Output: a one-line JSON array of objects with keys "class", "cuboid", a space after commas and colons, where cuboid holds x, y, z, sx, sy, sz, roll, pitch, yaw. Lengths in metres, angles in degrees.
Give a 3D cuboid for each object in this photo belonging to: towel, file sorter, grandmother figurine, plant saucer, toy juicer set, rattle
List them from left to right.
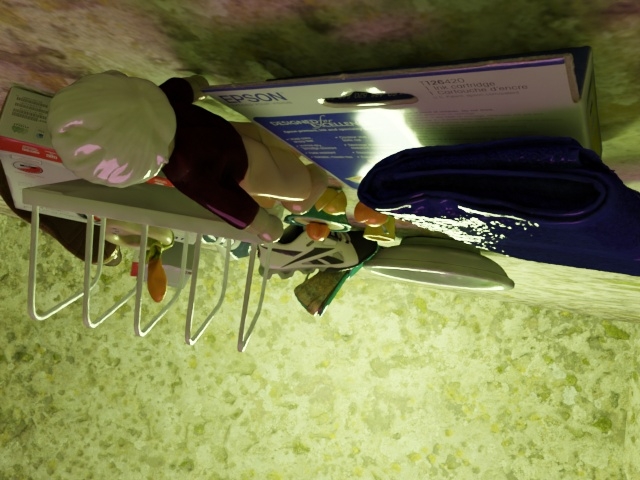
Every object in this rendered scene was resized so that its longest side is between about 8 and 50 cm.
[{"class": "rattle", "cuboid": [-0.358, 0.018, 0.875, 0.130, 0.143, 0.199, 13, 170, 21]}, {"class": "file sorter", "cuboid": [-0.206, 0.025, 0.661, 0.277, 0.173, 0.193, 9, -167, 0]}, {"class": "grandmother figurine", "cuboid": [-0.106, -0.083, 0.502, 0.208, 0.104, 0.342, 49, -161, 18]}, {"class": "toy juicer set", "cuboid": [-0.009, -0.050, 1.017, 0.329, 0.089, 0.209, 9, 173, 10]}, {"class": "plant saucer", "cuboid": [0.318, 0.059, 1.338, 0.400, 0.101, 0.400, 9, 173, 1]}, {"class": "towel", "cuboid": [0.217, -0.029, 0.496, 0.308, 0.076, 0.227, 15, 177, -43]}]

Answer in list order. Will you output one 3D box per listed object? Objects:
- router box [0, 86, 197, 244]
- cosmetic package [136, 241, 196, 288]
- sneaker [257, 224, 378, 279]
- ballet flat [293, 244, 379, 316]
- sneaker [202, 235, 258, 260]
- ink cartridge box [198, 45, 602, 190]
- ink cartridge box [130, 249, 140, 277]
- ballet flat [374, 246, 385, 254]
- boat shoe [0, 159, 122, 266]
[{"class": "router box", "cuboid": [-0.345, -0.102, 0.857, 0.335, 0.082, 0.301, 13, 159, -22]}, {"class": "cosmetic package", "cuboid": [-0.390, -0.004, 1.273, 0.127, 0.238, 0.107, 15, 140, -23]}, {"class": "sneaker", "cuboid": [0.000, 0.000, 1.272, 0.330, 0.146, 0.122, -11, -148, -18]}, {"class": "ballet flat", "cuboid": [0.045, 0.071, 1.375, 0.123, 0.123, 0.348, 5, -146, 35]}, {"class": "sneaker", "cuboid": [-0.238, -0.046, 1.309, 0.148, 0.131, 0.350, -13, 162, 10]}, {"class": "ink cartridge box", "cuboid": [0.099, -0.115, 0.487, 0.303, 0.072, 0.307, 7, 170, 32]}, {"class": "ink cartridge box", "cuboid": [-0.622, 0.026, 1.835, 0.100, 0.237, 0.172, 8, 173, -8]}, {"class": "ballet flat", "cuboid": [0.185, 0.044, 1.607, 0.173, 0.049, 0.057, 11, 171, -10]}, {"class": "boat shoe", "cuboid": [-0.577, -0.062, 1.106, 0.342, 0.123, 0.123, 38, 166, 5]}]
